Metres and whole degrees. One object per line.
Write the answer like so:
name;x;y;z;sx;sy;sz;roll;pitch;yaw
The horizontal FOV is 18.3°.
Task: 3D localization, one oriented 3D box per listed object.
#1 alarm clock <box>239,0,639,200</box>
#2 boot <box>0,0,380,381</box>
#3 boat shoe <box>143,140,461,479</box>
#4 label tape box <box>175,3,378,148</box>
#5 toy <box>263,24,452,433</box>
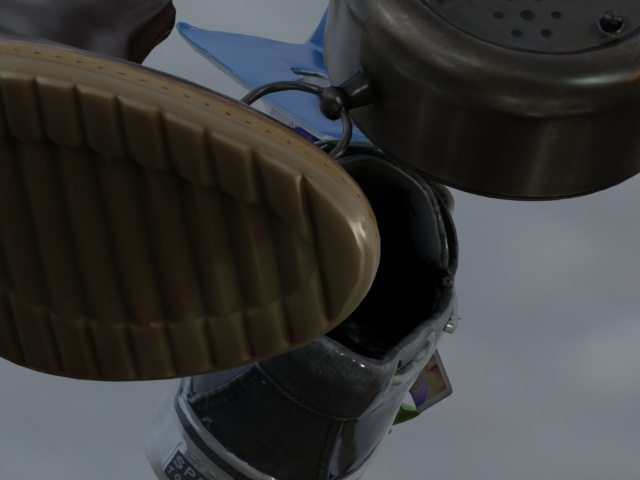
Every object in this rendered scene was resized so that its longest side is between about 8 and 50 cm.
alarm clock;0.052;-0.071;0.666;0.192;0.129;0.064;-30;-29;-23
boot;-0.080;-0.047;0.596;0.248;0.207;0.090;8;-65;16
boat shoe;0.011;0.007;0.801;0.108;0.301;0.102;32;-66;0
label tape box;0.133;-0.118;0.897;0.348;0.115;0.249;0;15;-18
toy;0.000;0.000;1.178;0.056;0.237;0.137;-13;-14;-25
